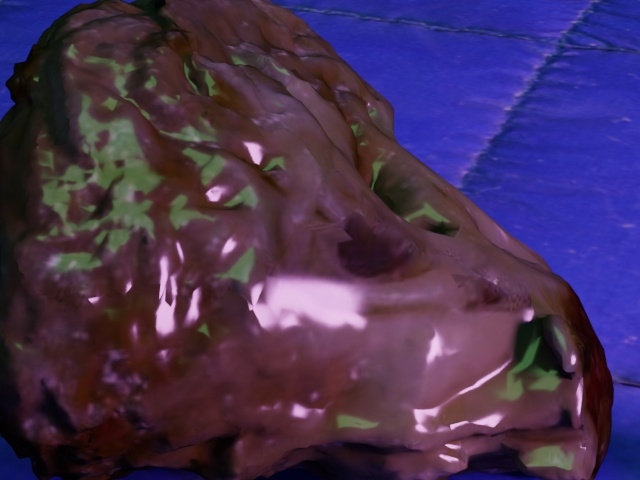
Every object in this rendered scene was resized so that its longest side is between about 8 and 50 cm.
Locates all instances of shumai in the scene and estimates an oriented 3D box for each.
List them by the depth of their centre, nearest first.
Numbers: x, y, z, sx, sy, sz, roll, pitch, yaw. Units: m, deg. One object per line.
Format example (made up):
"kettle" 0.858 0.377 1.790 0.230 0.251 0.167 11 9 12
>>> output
"shumai" 0.003 0.000 0.695 0.283 0.217 0.346 9 27 18
